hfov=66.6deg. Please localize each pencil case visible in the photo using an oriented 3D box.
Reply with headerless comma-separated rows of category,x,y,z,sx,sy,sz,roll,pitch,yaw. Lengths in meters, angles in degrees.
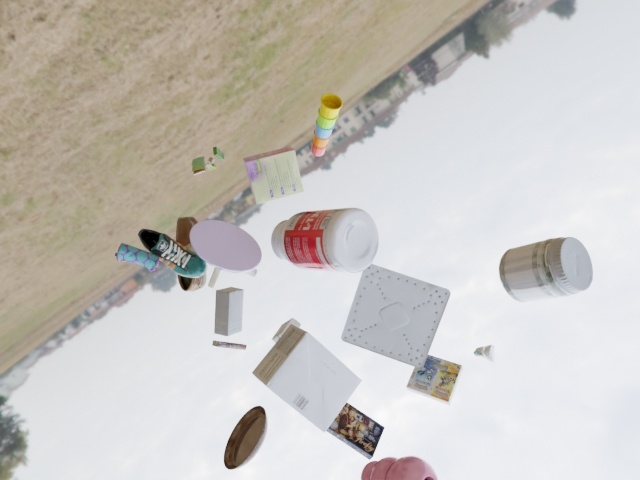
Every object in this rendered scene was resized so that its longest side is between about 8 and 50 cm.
pencil case,-0.676,0.065,1.800,0.064,0.152,0.070,-21,-128,58

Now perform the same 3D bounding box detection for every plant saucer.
plant saucer,-0.343,0.936,2.300,0.311,0.050,0.310,-43,-160,20

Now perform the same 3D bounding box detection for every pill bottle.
pill bottle,0.000,0.000,1.810,0.408,0.229,0.229,-1,-146,50

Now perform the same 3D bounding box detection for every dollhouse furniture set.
dollhouse furniture set,-0.467,-0.322,1.957,0.152,0.076,0.058,-16,157,16

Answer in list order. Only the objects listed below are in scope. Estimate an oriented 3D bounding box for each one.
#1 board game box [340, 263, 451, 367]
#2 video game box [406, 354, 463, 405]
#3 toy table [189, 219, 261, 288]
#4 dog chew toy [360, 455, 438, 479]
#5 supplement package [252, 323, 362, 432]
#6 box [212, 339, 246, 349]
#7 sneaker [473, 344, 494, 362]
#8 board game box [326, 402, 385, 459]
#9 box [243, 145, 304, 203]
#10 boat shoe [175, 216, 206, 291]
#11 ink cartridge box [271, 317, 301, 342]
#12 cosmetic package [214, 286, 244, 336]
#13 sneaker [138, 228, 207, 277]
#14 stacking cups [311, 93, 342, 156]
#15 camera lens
board game box,0.331,0.333,2.183,0.050,0.390,0.389,-47,155,-75
video game box,0.518,0.624,2.214,0.205,0.048,0.187,12,-121,32
toy table,-0.355,0.046,1.835,0.252,0.274,0.161,-51,173,-26
dog chew toy,0.284,0.918,1.849,0.332,0.206,0.206,-19,-160,49
supplement package,-0.043,0.433,1.545,0.204,0.262,0.145,-50,-160,-15
box,-0.420,0.482,2.242,0.094,0.137,0.027,-16,-116,62
sneaker,0.759,0.523,2.264,0.094,0.080,0.212,-2,168,21
board game box,0.158,0.863,2.235,0.165,0.243,0.042,-52,171,-47
box,-0.227,-0.317,2.359,0.243,0.213,0.117,-17,-158,-10
boat shoe,-0.553,0.062,2.048,0.123,0.323,0.120,-4,-171,15
ink cartridge box,-0.161,0.430,2.288,0.099,0.056,0.135,-54,-173,-36
cosmetic package,-0.480,0.371,2.558,0.107,0.237,0.127,4,-176,29
sneaker,-0.581,0.048,1.880,0.108,0.302,0.121,-60,165,-13
stacking cups,0.011,-0.497,2.131,0.096,0.096,0.316,-42,168,-30
camera lens,0.835,0.112,1.830,0.219,0.219,0.274,-43,-169,-33
